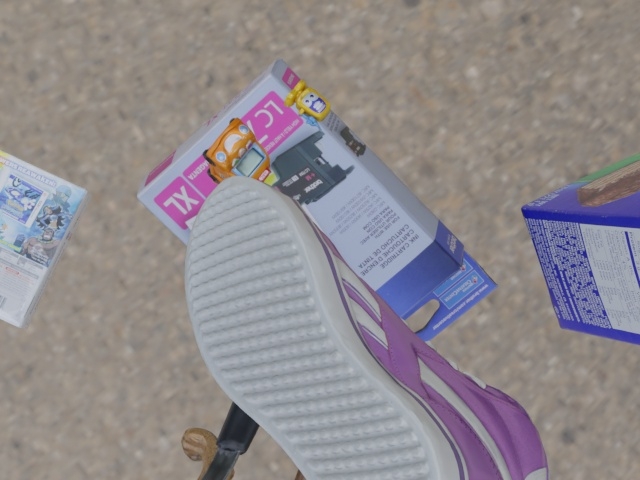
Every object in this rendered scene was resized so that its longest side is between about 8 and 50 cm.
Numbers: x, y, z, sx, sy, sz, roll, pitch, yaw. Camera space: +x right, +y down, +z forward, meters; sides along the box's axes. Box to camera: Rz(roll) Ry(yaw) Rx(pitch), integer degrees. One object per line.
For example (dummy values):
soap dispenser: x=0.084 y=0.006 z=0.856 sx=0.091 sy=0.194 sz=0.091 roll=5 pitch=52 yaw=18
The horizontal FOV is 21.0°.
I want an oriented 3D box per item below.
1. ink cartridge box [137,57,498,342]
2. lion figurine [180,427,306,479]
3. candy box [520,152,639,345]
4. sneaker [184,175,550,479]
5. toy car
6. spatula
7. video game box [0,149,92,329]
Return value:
ink cartridge box: x=0.000 y=0.000 z=1.640 sx=0.186 sy=0.065 sz=0.311 roll=-41 pitch=105 yaw=20
lion figurine: x=-0.161 y=0.290 z=1.424 sx=0.392 sy=0.240 sz=0.142 roll=-31 pitch=111 yaw=32
candy box: x=0.342 y=-0.021 z=1.295 sx=0.122 sy=0.268 sz=0.317 roll=69 pitch=163 yaw=-10
sneaker: x=0.031 y=0.080 z=1.026 sx=0.102 sy=0.161 sz=0.282 roll=-50 pitch=52 yaw=23
toy car: x=-0.029 y=-0.074 z=1.148 sx=0.040 sy=0.122 sz=0.060 roll=37 pitch=148 yaw=13
spatula: x=-0.079 y=0.169 z=1.288 sx=0.084 sy=0.296 sz=0.030 roll=9 pitch=137 yaw=21
video game box: x=-0.410 y=-0.018 z=2.101 sx=0.205 sy=0.048 sz=0.187 roll=25 pitch=86 yaw=6
